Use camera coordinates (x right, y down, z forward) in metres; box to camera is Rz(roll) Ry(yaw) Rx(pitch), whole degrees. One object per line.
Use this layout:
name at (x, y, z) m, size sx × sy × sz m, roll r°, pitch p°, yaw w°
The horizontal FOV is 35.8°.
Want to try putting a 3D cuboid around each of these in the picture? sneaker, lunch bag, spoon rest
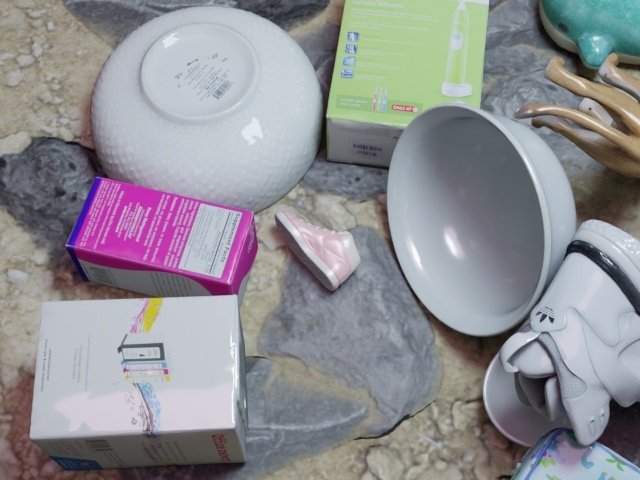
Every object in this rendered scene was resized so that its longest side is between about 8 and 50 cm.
sneaker at (0.358, 0.157, 1.161) m, size 0.210 × 0.366 × 0.137 m, roll -48°, pitch 29°, yaw -3°
lunch bag at (0.315, 0.334, 1.142) m, size 0.219 × 0.090 × 0.176 m, roll 33°, pitch 82°, yaw 8°
spoon rest at (0.292, 0.131, 1.262) m, size 0.137 × 0.084 × 0.276 m, roll 16°, pitch 65°, yaw 8°
sneaker at (0.000, 0.000, 1.345) m, size 0.070 × 0.051 × 0.134 m, roll -37°, pitch 73°, yaw -18°

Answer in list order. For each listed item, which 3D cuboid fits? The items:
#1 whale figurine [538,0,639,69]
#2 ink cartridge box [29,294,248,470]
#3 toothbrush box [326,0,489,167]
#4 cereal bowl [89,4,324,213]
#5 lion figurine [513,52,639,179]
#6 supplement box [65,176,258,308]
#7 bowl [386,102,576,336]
whale figurine at (0.458, -0.339, 1.455) m, size 0.272 × 0.141 × 0.216 m, roll 37°, pitch 70°, yaw 15°
ink cartridge box at (-0.208, 0.174, 1.194) m, size 0.233 × 0.171 × 0.168 m, roll -2°, pitch 64°, yaw -1°
toothbrush box at (0.127, -0.250, 1.424) m, size 0.206 × 0.122 × 0.283 m, roll 6°, pitch 65°, yaw 4°
cereal bowl at (-0.163, -0.201, 1.393) m, size 0.339 × 0.141 × 0.338 m, roll 0°, pitch 63°, yaw 0°
lion figurine at (0.425, -0.138, 1.293) m, size 0.240 × 0.142 × 0.392 m, roll 41°, pitch 37°, yaw 22°
supplement box at (-0.203, 0.009, 1.307) m, size 0.220 × 0.111 × 0.113 m, roll 14°, pitch 65°, yaw 6°
bowl at (0.224, -0.034, 1.259) m, size 0.134 × 0.298 × 0.297 m, roll -12°, pitch 62°, yaw -32°
